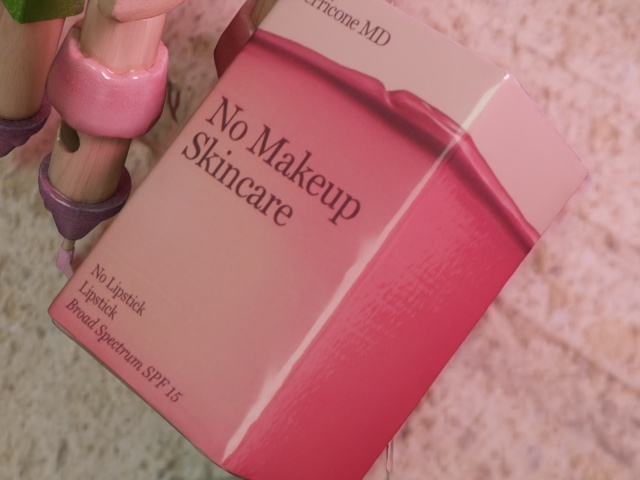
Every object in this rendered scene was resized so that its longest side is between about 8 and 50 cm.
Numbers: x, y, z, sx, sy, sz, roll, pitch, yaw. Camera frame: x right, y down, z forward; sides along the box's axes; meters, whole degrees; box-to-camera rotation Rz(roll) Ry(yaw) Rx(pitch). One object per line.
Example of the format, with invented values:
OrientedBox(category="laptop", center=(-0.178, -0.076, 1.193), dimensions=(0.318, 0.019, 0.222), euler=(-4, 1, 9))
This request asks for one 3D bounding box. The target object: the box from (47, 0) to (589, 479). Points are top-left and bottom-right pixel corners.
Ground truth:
OrientedBox(category="box", center=(0.000, 0.000, 0.793), dimensions=(0.148, 0.127, 0.232), euler=(35, 89, 34))

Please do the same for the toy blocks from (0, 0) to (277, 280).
OrientedBox(category="toy blocks", center=(-0.189, -0.145, 0.884), dimensions=(0.288, 0.309, 0.260), euler=(55, 142, 25))
